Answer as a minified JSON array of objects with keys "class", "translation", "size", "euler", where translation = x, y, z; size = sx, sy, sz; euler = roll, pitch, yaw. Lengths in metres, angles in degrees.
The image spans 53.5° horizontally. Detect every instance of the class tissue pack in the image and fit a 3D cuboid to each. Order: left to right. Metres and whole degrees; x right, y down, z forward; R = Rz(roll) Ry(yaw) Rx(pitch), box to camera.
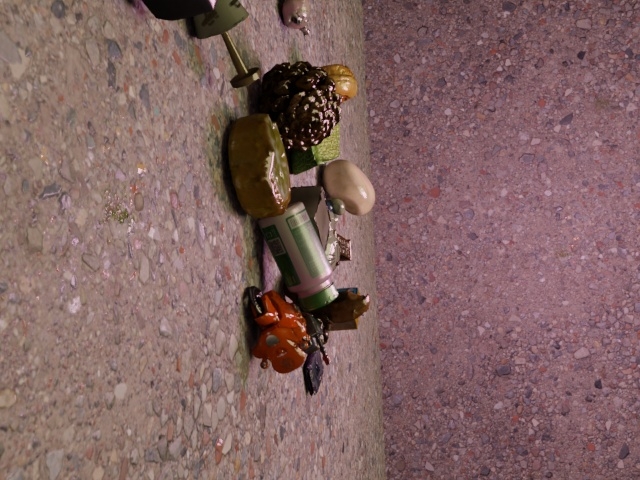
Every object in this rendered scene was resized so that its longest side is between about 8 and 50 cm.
[{"class":"tissue pack","translation":[0.090,0.266,2.451],"size":[0.169,0.119,0.082],"euler":[-81,160,-48]}]

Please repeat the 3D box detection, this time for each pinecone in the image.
[{"class":"pinecone","translation":[-0.058,-0.368,1.731],"size":[0.257,0.243,0.244],"euler":[-115,-167,-62]}]

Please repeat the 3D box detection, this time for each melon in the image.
[{"class":"melon","translation":[-0.035,-0.282,1.986],"size":[0.323,0.124,0.196],"euler":[154,-55,-70]}]

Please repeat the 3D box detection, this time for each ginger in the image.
[{"class":"ginger","translation":[-0.003,0.158,1.815],"size":[0.133,0.309,0.107],"euler":[-40,134,-35]}]

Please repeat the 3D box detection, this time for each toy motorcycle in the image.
[{"class":"toy motorcycle","translation":[-0.087,0.237,1.638],"size":[0.221,0.147,0.325],"euler":[67,12,22]}]

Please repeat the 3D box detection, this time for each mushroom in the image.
[{"class":"mushroom","translation":[0.097,-0.192,2.478],"size":[0.246,0.202,0.246],"euler":[40,10,-9]}]

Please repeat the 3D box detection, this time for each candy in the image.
[{"class":"candy","translation":[-0.142,-0.181,1.545],"size":[0.260,0.117,0.260],"euler":[-5,90,-80]}]

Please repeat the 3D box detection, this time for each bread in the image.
[{"class":"bread","translation":[0.027,-0.535,2.209],"size":[0.236,0.198,0.120],"euler":[-24,104,-76]}]

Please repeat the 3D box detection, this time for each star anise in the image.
[{"class":"star anise","translation":[-0.006,0.254,2.083],"size":[0.214,0.098,0.220],"euler":[-34,121,-65]}]

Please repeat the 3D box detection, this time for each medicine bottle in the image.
[{"class":"medicine bottle","translation":[-0.053,0.045,1.674],"size":[0.274,0.133,0.133],"euler":[66,15,-6]}]

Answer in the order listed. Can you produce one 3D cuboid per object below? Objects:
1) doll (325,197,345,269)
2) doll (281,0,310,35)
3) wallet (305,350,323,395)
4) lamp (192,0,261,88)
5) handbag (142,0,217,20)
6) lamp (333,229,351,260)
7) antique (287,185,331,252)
[{"class":"doll","translation":[0.000,0.000,2.045],"size":[0.228,0.153,0.259],"euler":[-40,125,-65]},{"class":"doll","translation":[-0.080,-0.763,2.037],"size":[0.149,0.095,0.192],"euler":[-38,121,-78]},{"class":"wallet","translation":[-0.022,0.427,2.110],"size":[0.166,0.030,0.111],"euler":[-62,141,-70]},{"class":"lamp","translation":[-0.197,-0.435,1.339],"size":[0.121,0.121,0.215],"euler":[-75,145,-54]},{"class":"handbag","translation":[-0.254,-0.542,0.996],"size":[0.302,0.177,0.275],"euler":[44,44,-72]},{"class":"lamp","translation":[0.049,0.023,2.410],"size":[0.325,0.089,0.090],"euler":[32,55,-76]},{"class":"antique","translation":[-0.055,-0.058,1.824],"size":[0.152,0.147,0.147],"euler":[-79,160,-47]}]
